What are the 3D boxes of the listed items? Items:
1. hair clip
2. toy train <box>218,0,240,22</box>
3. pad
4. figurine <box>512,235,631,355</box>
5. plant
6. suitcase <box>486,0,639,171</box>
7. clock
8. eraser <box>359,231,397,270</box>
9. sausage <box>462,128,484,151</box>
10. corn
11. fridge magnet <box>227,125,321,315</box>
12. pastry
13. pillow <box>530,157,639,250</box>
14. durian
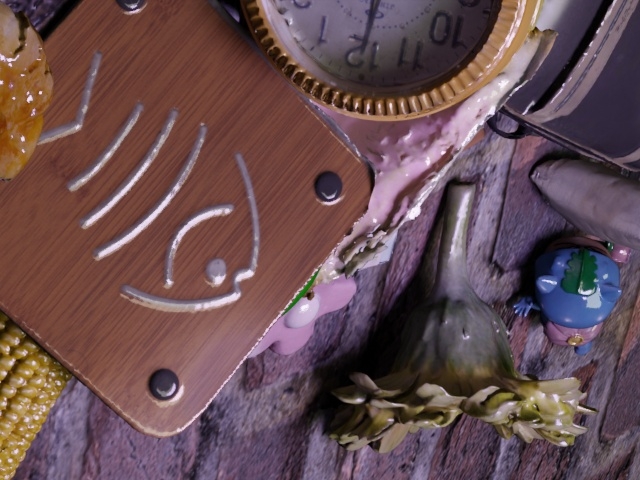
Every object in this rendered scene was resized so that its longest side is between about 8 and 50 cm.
[{"bbox_3d":[0.005,0.005,1.814,0.257,0.075,0.146,-60,154,9],"label":"hair clip"},{"bbox_3d":[-0.090,-0.200,1.520,0.044,0.042,0.209,-13,128,-25],"label":"toy train"},{"bbox_3d":[-0.125,-0.034,1.472,0.284,0.018,0.286,45,74,-20],"label":"pad"},{"bbox_3d":[0.295,0.052,2.256,0.178,0.114,0.144,88,23,-58],"label":"figurine"},{"bbox_3d":[0.113,0.125,2.005,0.261,0.297,0.306,-30,-172,-6],"label":"plant"},{"bbox_3d":[0.244,-0.221,1.852,0.434,0.194,0.283,18,100,-57],"label":"suitcase"},{"bbox_3d":[0.071,-0.251,1.475,0.200,0.244,0.317,-26,130,-69],"label":"clock"},{"bbox_3d":[0.042,0.009,1.912,0.083,0.019,0.038,-15,125,-51],"label":"eraser"},{"bbox_3d":[0.125,-0.093,1.945,0.116,0.026,0.026,-30,138,-41],"label":"sausage"},{"bbox_3d":[-0.258,0.130,1.500,0.293,0.106,0.106,-61,150,5],"label":"corn"},{"bbox_3d":[-0.091,-0.015,1.558,0.208,0.088,0.208,-5,109,-16],"label":"fridge magnet"},{"bbox_3d":[-0.248,-0.099,1.338,0.153,0.081,0.153,-26,125,-45],"label":"pastry"},{"bbox_3d":[0.329,-0.033,2.142,0.134,0.181,0.078,16,99,-59],"label":"pillow"},{"bbox_3d":[0.021,-0.133,1.632,0.305,0.185,0.195,-43,119,17],"label":"durian"}]
